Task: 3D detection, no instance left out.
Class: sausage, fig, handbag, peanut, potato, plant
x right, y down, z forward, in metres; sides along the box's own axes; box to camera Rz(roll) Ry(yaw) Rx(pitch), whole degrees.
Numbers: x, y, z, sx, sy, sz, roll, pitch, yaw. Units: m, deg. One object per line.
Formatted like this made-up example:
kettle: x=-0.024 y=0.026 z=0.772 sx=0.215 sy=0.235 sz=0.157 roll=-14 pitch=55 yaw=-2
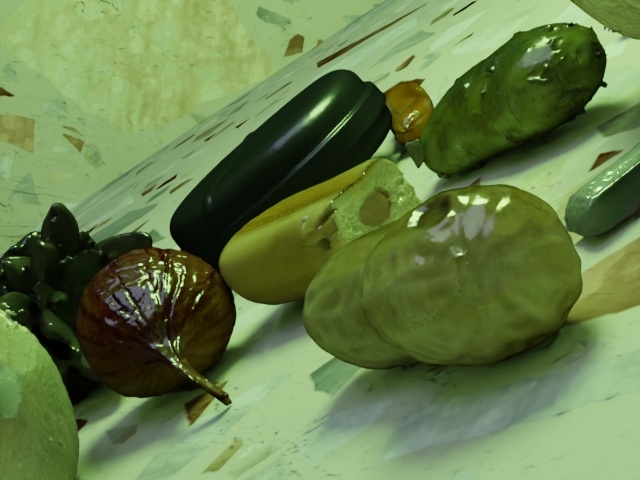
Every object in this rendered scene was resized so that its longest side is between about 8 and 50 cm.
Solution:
sausage: x=0.108 y=-0.152 z=1.459 sx=0.062 sy=0.054 sz=0.183 roll=-63 pitch=11 yaw=14
fig: x=-0.143 y=0.091 z=1.070 sx=0.146 sy=0.134 sz=0.201 roll=-44 pitch=21 yaw=7
handbag: x=-0.051 y=-0.085 z=1.440 sx=0.308 sy=0.093 sz=0.253 roll=-37 pitch=15 yaw=22
peanut: x=0.066 y=0.031 z=0.792 sx=0.236 sy=0.110 sz=0.120 roll=-19 pitch=33 yaw=53
potato: x=0.173 y=-0.129 z=1.140 sx=0.225 sy=0.090 sz=0.117 roll=-30 pitch=18 yaw=47
plant: x=-0.282 y=0.089 z=1.318 sx=0.181 sy=0.194 sz=0.321 roll=-56 pitch=17 yaw=-26

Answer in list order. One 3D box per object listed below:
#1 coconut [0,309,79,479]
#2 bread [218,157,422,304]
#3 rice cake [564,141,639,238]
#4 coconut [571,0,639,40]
coconut: x=-0.335 y=0.163 z=1.028 sx=0.244 sy=0.239 sz=0.239 roll=-27 pitch=15 yaw=34
bread: x=0.001 y=0.001 z=1.102 sx=0.173 sy=0.085 sz=0.134 roll=-21 pitch=16 yaw=41
rice cake: x=0.252 y=-0.070 z=0.862 sx=0.207 sy=0.036 sz=0.047 roll=-38 pitch=2 yaw=-15
coconut: x=0.307 y=-0.317 z=0.944 sx=0.360 sy=0.346 sz=0.346 roll=14 pitch=38 yaw=24
